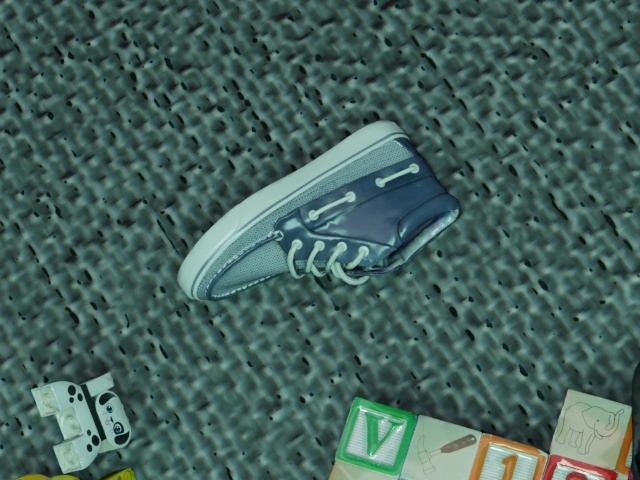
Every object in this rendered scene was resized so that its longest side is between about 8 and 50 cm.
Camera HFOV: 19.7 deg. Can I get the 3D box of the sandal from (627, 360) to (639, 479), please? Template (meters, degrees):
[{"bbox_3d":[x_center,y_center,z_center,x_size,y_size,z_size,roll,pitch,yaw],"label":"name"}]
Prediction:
[{"bbox_3d":[0.208,0.146,1.083,0.067,0.040,0.179,-2,69,7],"label":"sandal"}]

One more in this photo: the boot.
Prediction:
[{"bbox_3d":[0.000,0.000,1.248,0.190,0.069,0.086,-36,66,-8],"label":"boot"}]

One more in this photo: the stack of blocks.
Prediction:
[{"bbox_3d":[0.152,0.187,1.147,0.297,0.087,0.171,15,72,13],"label":"stack of blocks"}]

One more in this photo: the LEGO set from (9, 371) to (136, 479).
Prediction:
[{"bbox_3d":[-0.129,0.191,1.187,0.087,0.093,0.227,-18,95,38],"label":"LEGO set"}]
